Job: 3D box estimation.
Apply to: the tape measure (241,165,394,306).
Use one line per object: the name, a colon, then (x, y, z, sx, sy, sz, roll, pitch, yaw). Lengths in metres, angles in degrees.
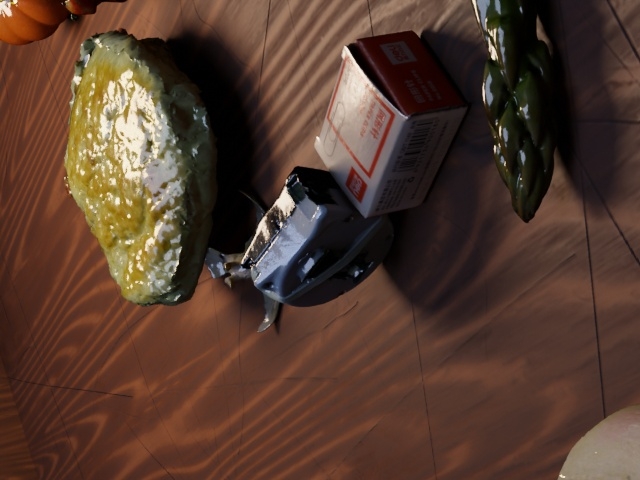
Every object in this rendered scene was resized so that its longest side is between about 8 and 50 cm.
tape measure: (0.003, 0.001, 1.667, 0.107, 0.181, 0.182, 55, 128, 32)

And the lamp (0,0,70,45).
lamp: (-0.558, -0.472, 2.493, 0.223, 0.196, 0.223, 2, 95, 23)

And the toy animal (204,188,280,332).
toy animal: (-0.098, 0.048, 1.968, 0.155, 0.095, 0.219, 27, 126, 61)

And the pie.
pie: (-0.267, -0.121, 2.108, 0.418, 0.180, 0.395, 52, 138, 45)

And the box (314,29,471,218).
box: (0.076, -0.133, 1.559, 0.133, 0.099, 0.182, 59, 148, 28)

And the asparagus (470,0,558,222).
asparagus: (0.199, -0.158, 1.353, 0.080, 0.080, 0.287, 9, 106, 61)

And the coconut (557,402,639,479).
coconut: (0.319, 0.250, 1.159, 0.241, 0.241, 0.241, 34, 130, 53)

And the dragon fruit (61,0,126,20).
dragon fruit: (-0.369, -0.489, 2.125, 0.268, 0.130, 0.295, 54, -161, -33)
